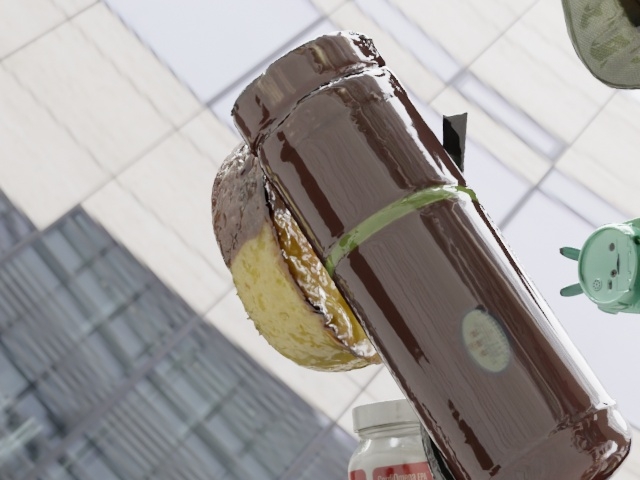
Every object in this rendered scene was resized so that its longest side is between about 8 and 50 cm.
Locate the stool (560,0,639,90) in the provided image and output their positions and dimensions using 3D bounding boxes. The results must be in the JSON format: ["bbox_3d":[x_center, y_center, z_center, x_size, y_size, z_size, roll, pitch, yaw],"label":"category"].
[{"bbox_3d":[0.346,-0.283,1.091,0.310,0.226,0.310,-11,-85,-3],"label":"stool"}]

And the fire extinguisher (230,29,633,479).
[{"bbox_3d":[0.086,0.040,0.779,0.341,0.141,0.105,57,-22,16],"label":"fire extinguisher"}]

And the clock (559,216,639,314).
[{"bbox_3d":[0.305,0.028,1.454,0.135,0.041,0.101,-12,-105,53],"label":"clock"}]

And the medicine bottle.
[{"bbox_3d":[0.100,0.301,1.532,0.131,0.131,0.250,-18,-108,41],"label":"medicine bottle"}]

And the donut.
[{"bbox_3d":[0.000,0.000,0.909,0.073,0.166,0.184,-28,-96,33],"label":"donut"}]
